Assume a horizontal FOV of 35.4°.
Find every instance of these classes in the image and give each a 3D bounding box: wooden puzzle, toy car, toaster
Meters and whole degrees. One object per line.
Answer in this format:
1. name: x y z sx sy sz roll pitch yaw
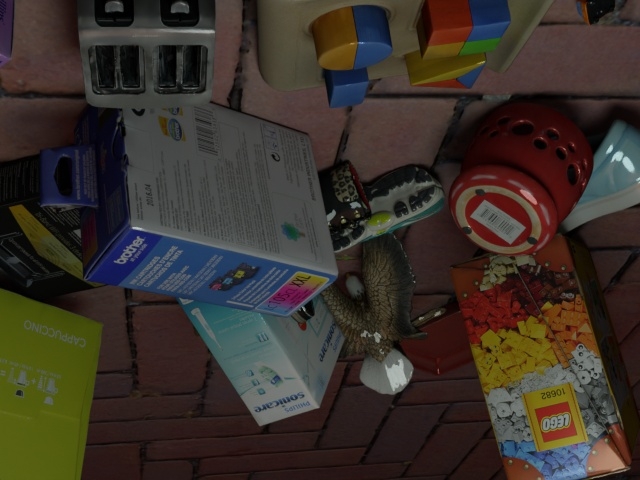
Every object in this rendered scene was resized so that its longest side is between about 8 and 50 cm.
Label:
1. wooden puzzle: 0.096 -0.244 1.262 0.347 0.081 0.322 -4 171 -3
2. toy car: 0.342 -0.337 1.315 0.040 0.060 0.122 25 162 50
3. toaster: -0.216 -0.250 1.241 0.168 0.110 0.186 -1 150 -10

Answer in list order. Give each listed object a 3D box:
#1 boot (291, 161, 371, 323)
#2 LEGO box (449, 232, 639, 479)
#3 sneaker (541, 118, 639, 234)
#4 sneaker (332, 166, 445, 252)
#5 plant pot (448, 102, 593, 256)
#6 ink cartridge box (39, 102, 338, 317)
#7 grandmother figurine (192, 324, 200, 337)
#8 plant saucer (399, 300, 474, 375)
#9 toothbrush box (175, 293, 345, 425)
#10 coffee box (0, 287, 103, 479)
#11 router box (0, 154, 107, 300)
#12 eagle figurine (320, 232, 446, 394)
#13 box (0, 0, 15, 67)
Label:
1. boot: -0.001 -0.001 1.617 0.178 0.236 0.085 -20 162 14
2. LEGO box: 0.412 0.201 1.763 0.193 0.373 0.500 -17 171 18
3. sneaker: 0.401 -0.105 1.669 0.150 0.135 0.366 47 139 -11
4. sneaker: 0.083 -0.034 1.711 0.275 0.107 0.110 -17 159 17
5. plant pot: 0.299 -0.086 1.518 0.191 0.174 0.191 19 137 18
6. ink cartridge box: -0.190 -0.064 1.413 0.395 0.270 0.151 16 138 -35
7. grandmother figurine: -0.080 0.178 2.056 0.342 0.104 0.208 13 172 -37
8. plant saucer: 0.285 0.217 2.252 0.258 0.048 0.259 -29 143 34
9. toothbrush box: -0.097 0.126 1.697 0.126 0.216 0.295 -21 110 24
10. coffee box: -0.635 0.275 1.771 0.334 0.338 0.337 -10 155 35
11. router box: -0.427 -0.019 1.629 0.243 0.081 0.309 -12 151 9
12. eagle figurine: 0.079 0.123 1.880 0.225 0.226 0.298 23 161 36
13. box: -0.518 -0.253 1.156 0.213 0.117 0.243 -27 146 31
